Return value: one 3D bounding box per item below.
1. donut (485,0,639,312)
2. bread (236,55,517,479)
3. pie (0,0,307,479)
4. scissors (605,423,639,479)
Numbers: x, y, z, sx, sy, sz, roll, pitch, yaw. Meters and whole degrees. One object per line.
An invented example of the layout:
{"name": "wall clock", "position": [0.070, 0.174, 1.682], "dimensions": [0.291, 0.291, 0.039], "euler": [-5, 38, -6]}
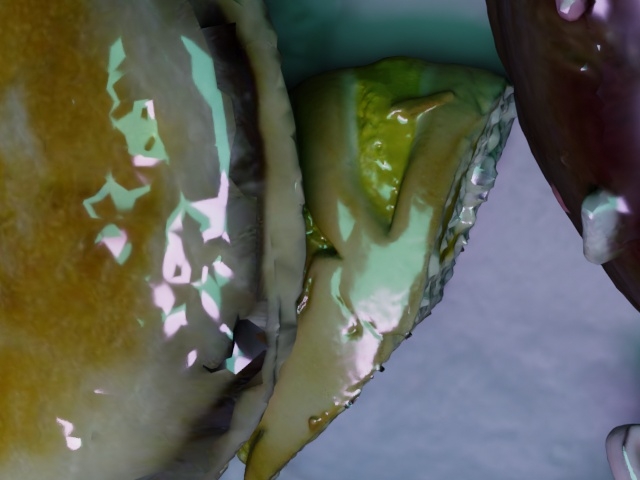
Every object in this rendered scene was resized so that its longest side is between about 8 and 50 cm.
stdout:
{"name": "donut", "position": [0.199, -0.123, 0.499], "dimensions": [0.345, 0.136, 0.259], "euler": [-19, 107, 13]}
{"name": "bread", "position": [0.000, 0.000, 0.603], "dimensions": [0.157, 0.083, 0.094], "euler": [-44, 84, 20]}
{"name": "pie", "position": [-0.157, -0.025, 0.603], "dimensions": [0.339, 0.077, 0.339], "euler": [7, 108, 22]}
{"name": "scissors", "position": [0.224, 0.158, 0.612], "dimensions": [0.317, 0.024, 0.160], "euler": [21, 74, -11]}
